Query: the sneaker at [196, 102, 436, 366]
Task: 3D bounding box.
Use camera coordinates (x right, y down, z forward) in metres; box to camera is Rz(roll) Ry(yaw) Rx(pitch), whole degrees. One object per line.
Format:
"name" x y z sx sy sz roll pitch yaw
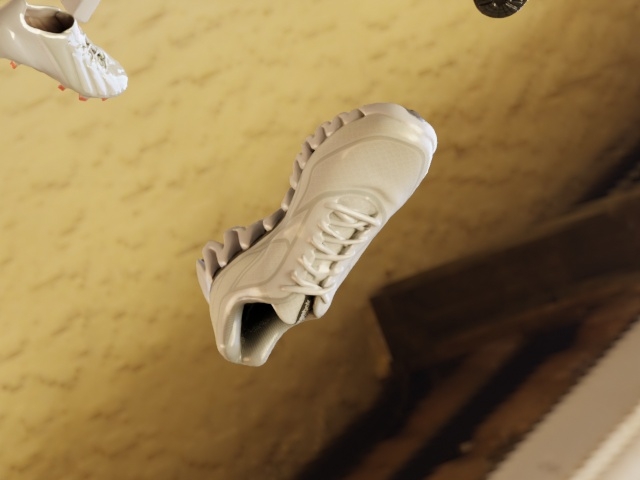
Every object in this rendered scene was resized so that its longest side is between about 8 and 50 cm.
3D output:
"sneaker" 0.000 0.000 1.685 0.292 0.110 0.118 -47 -151 35

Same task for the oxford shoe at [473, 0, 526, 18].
"oxford shoe" 0.212 -0.356 2.196 0.083 0.227 0.096 7 -149 -2

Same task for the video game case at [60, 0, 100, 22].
"video game case" -0.253 -0.390 2.286 0.227 0.026 0.206 -55 -141 15

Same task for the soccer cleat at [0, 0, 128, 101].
"soccer cleat" -0.268 -0.203 2.101 0.076 0.196 0.068 -44 -128 23
